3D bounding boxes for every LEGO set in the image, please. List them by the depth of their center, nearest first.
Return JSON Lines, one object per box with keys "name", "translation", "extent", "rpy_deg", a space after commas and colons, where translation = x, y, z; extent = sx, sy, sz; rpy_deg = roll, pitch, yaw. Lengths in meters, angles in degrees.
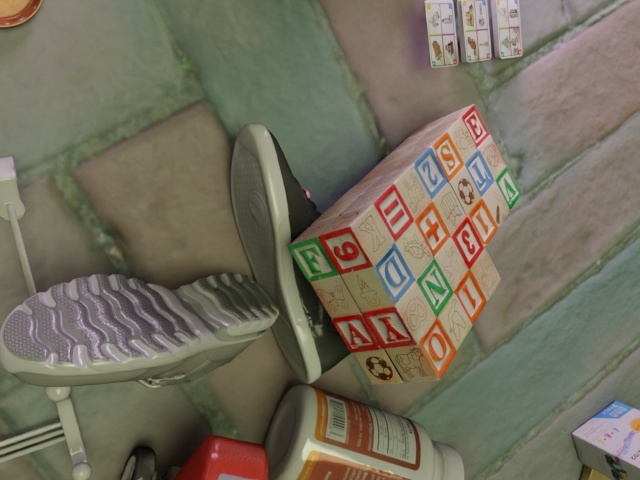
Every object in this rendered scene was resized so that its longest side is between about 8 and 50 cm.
{"name": "LEGO set", "translation": [0.169, -0.343, 0.765], "extent": [0.182, 0.060, 0.244], "rpy_deg": [-18, 106, -35]}

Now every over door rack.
{"name": "over door rack", "translation": [-0.354, 0.109, 0.535], "extent": [0.239, 0.108, 0.324], "rpy_deg": [-14, 103, -24]}

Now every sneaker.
{"name": "sneaker", "translation": [-0.158, 0.104, 0.580], "extent": [0.281, 0.105, 0.115], "rpy_deg": [3, 126, -51]}
{"name": "sneaker", "translation": [0.000, 0.000, 0.694], "extent": [0.146, 0.104, 0.296], "rpy_deg": [-23, 110, -25]}

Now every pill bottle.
{"name": "pill bottle", "translation": [0.052, 0.255, 0.720], "extent": [0.216, 0.121, 0.121], "rpy_deg": [23, 87, -16]}

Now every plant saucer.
{"name": "plant saucer", "translation": [-0.297, -0.237, 0.565], "extent": [0.083, 0.013, 0.084], "rpy_deg": [-3, 98, -24]}

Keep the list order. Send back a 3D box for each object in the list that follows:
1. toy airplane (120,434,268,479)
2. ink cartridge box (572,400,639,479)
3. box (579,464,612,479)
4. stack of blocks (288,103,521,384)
{"name": "toy airplane", "translation": [-0.163, 0.423, 0.574], "extent": [0.386, 0.272, 0.385], "rpy_deg": [-24, 105, -17]}
{"name": "ink cartridge box", "translation": [0.483, 0.316, 0.914], "extent": [0.104, 0.181, 0.062], "rpy_deg": [-27, 108, -20]}
{"name": "box", "translation": [0.469, 0.473, 1.019], "extent": [0.164, 0.021, 0.201], "rpy_deg": [15, 90, -26]}
{"name": "stack of blocks", "translation": [0.116, -0.007, 0.674], "extent": [0.297, 0.087, 0.171], "rpy_deg": [-44, 109, -42]}
